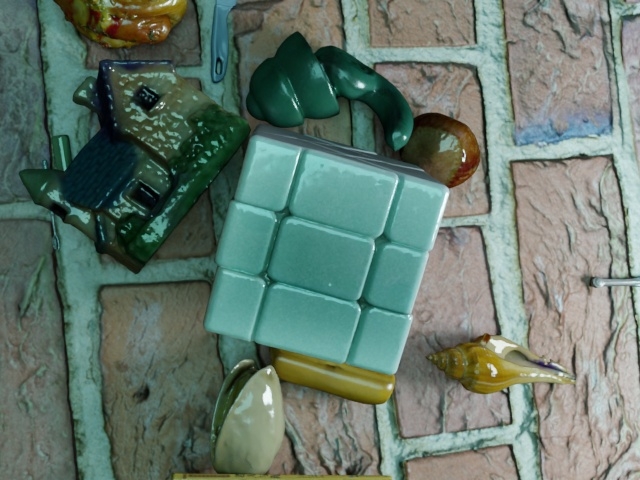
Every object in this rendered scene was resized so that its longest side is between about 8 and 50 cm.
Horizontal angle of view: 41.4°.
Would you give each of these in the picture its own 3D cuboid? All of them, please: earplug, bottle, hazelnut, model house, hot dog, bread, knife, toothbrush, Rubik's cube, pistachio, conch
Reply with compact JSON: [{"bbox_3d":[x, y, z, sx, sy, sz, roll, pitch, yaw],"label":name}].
[{"bbox_3d":[0.009,-0.258,1.535,0.280,0.164,0.258,-20,98,-1],"label":"earplug"},{"bbox_3d":[-0.465,-0.148,1.534,0.030,0.030,0.083,-9,90,-7],"label":"bottle"},{"bbox_3d":[0.224,-0.173,1.573,0.154,0.143,0.143,34,84,12],"label":"hazelnut"},{"bbox_3d":[-0.327,-0.144,1.444,0.280,0.245,0.312,38,75,-8],"label":"model house"},{"bbox_3d":[-0.374,-0.430,1.504,0.256,0.150,0.153,23,75,-6],"label":"hot dog"},{"bbox_3d":[0.016,0.242,1.550,0.239,0.092,0.074,16,106,-5],"label":"bread"},{"bbox_3d":[-0.179,-0.448,1.589,0.044,0.019,0.313,4,87,-15],"label":"knife"},{"bbox_3d":[-0.490,-0.064,1.535,0.011,0.014,0.167,-8,89,2],"label":"toothbrush"},{"bbox_3d":[0.000,0.000,1.413,0.321,0.319,0.316,13,101,-5],"label":"Rubik's cube"},{"bbox_3d":[-0.128,0.324,1.504,0.152,0.126,0.223,10,93,-51],"label":"pistachio"},{"bbox_3d":[0.338,0.244,1.593,0.330,0.109,0.093,16,126,-26],"label":"conch"}]

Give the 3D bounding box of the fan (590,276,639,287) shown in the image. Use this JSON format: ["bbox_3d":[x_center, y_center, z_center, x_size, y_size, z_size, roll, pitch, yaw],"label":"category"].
[{"bbox_3d":[0.667,0.087,1.669,0.281,0.023,0.057,-2,97,-7],"label":"fan"}]

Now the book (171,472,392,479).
[{"bbox_3d":[-0.074,0.529,1.505,0.388,0.032,0.269,3,111,-7],"label":"book"}]
